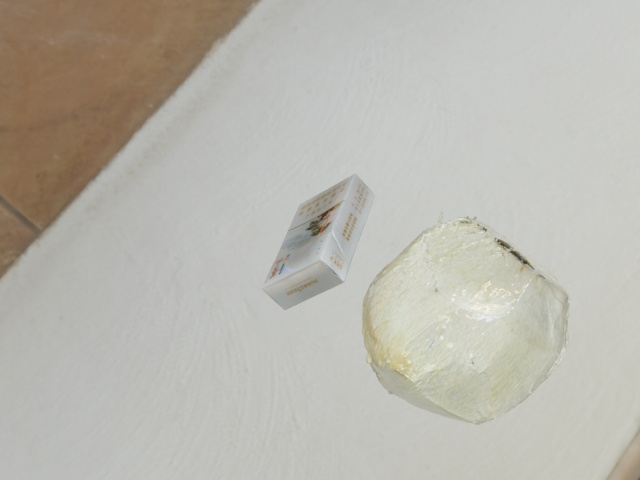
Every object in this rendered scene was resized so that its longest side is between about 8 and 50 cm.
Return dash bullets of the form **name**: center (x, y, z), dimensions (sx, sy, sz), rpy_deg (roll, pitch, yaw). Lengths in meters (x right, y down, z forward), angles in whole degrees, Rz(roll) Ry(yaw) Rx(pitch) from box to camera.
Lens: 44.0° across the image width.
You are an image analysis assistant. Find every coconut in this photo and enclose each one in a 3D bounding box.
- **coconut**: center (0.248, 0.159, 1.418), dimensions (0.360, 0.346, 0.346), rpy_deg (-53, 153, 13)

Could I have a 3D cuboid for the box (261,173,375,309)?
- **box**: center (0.000, 0.001, 1.384), dimensions (0.149, 0.067, 0.233), rpy_deg (-31, -154, 38)
